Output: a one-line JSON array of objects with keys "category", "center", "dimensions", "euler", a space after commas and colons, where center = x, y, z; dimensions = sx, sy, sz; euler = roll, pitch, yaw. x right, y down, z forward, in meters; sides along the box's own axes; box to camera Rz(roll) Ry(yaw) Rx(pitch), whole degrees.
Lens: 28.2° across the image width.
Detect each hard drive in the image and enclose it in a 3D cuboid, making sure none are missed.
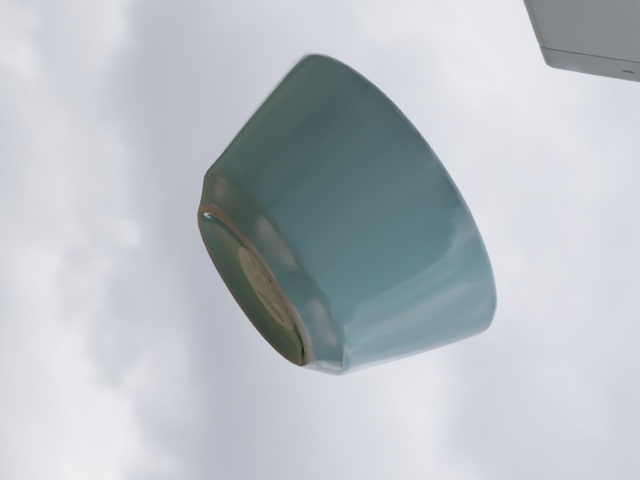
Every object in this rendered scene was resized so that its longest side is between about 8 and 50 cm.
[{"category": "hard drive", "center": [0.291, -0.304, 1.301], "dimensions": [0.233, 0.047, 0.353], "euler": [17, -31, 39]}]

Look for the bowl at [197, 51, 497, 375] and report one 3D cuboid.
[{"category": "bowl", "center": [0.000, 0.000, 1.173], "dimensions": [0.311, 0.163, 0.311], "euler": [50, -18, 23]}]
